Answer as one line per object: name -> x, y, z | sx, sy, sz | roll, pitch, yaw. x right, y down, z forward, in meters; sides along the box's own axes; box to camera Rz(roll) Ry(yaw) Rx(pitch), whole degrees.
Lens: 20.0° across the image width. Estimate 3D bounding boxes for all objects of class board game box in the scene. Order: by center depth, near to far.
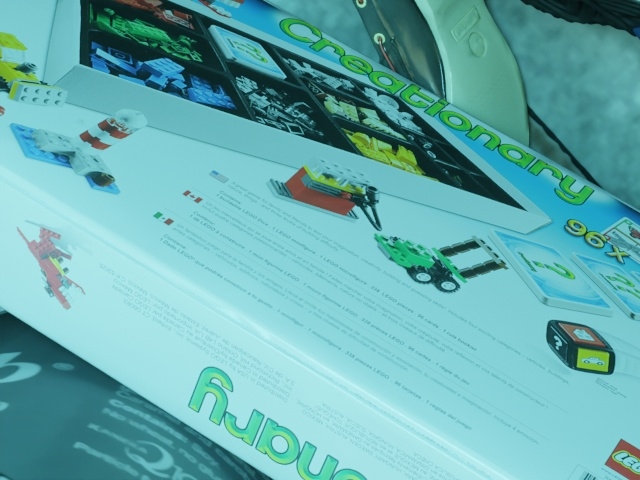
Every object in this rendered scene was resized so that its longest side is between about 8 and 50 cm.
board game box -> 0.000, 0.000, 0.645 | 0.305, 0.193, 0.053 | 31, 124, 13

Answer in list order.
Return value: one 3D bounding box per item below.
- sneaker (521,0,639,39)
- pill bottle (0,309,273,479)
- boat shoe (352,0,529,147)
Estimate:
sneaker -> 0.109, -0.118, 0.633 | 0.211, 0.080, 0.081 | 27, 86, 4
pill bottle -> -0.096, 0.139, 0.634 | 0.210, 0.363, 0.210 | 2, 103, 7
boat shoe -> 0.048, -0.074, 0.735 | 0.042, 0.049, 0.133 | -6, 115, 43
